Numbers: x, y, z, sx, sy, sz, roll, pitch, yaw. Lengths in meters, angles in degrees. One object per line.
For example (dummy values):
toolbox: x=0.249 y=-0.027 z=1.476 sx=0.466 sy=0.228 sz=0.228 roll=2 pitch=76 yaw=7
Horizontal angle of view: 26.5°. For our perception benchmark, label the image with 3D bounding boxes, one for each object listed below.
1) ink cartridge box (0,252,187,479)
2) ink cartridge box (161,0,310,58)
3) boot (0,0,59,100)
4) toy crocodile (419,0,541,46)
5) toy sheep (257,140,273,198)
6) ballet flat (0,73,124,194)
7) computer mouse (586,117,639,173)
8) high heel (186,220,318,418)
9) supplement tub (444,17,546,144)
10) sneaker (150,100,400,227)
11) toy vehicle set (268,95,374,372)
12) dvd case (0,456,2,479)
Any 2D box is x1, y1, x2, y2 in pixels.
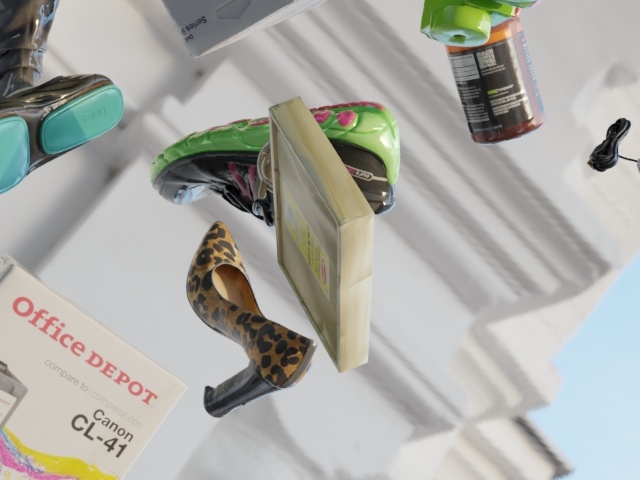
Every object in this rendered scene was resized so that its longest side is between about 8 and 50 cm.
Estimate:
ink cartridge box: x=-0.315 y=0.198 z=1.337 sx=0.226 sy=0.306 sz=0.131 roll=38 pitch=-8 yaw=-20
ink cartridge box: x=-0.040 y=-0.356 z=1.722 sx=0.211 sy=0.289 sz=0.121 roll=-24 pitch=-83 yaw=38
boot: x=-0.334 y=-0.251 z=1.570 sx=0.118 sy=0.222 sz=0.338 roll=9 pitch=-16 yaw=-24
toy crocodile: x=0.196 y=-0.279 z=1.406 sx=0.105 sy=0.115 sz=0.340 roll=13 pitch=-15 yaw=-18
toy sheep: x=-0.039 y=-0.094 z=1.760 sx=0.091 sy=0.132 sz=0.091 roll=2 pitch=-84 yaw=22
ballet flat: x=-0.326 y=-0.112 z=1.433 sx=0.096 sy=0.280 sz=0.095 roll=18 pitch=-62 yaw=26
computer mouse: x=0.427 y=-0.097 z=1.655 sx=0.193 sy=0.106 sz=0.042 roll=20 pitch=-51 yaw=27
high heel: x=-0.072 y=0.067 z=1.624 sx=0.093 sy=0.261 sz=0.186 roll=18 pitch=-36 yaw=-39
supplement tub: x=0.224 y=-0.232 z=1.781 sx=0.106 sy=0.106 sz=0.198 roll=-6 pitch=-74 yaw=41
sneaker: x=-0.084 y=-0.089 z=2.102 sx=0.483 sy=0.185 sz=0.202 roll=-4 pitch=-79 yaw=42
toy vehicle set: x=0.000 y=0.000 z=1.394 sx=0.267 sy=0.035 sz=0.166 roll=90 pitch=-25 yaw=-54
dvd case: x=-0.310 y=0.226 z=1.129 sx=0.087 sy=0.013 sz=0.119 roll=-3 pitch=-51 yaw=-16
